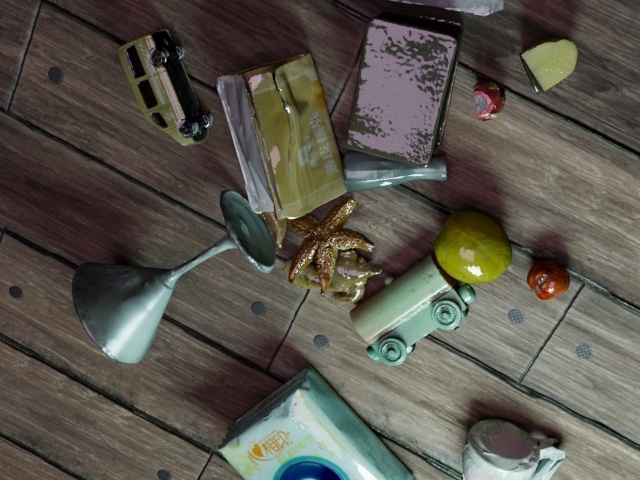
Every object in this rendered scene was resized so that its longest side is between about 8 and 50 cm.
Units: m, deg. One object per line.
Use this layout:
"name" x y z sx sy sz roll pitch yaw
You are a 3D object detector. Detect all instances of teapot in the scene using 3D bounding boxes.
"teapot" 0.418 0.509 2.025 0.163 0.221 0.178 42 132 39

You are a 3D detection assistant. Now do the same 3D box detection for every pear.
"pear" 0.317 0.015 1.853 0.162 0.149 0.149 35 113 -2

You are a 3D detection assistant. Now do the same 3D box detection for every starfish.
"starfish" -0.001 0.000 1.955 0.240 0.043 0.227 20 86 24

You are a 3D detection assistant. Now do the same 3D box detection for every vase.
"vase" 0.159 -0.149 1.869 0.214 0.086 0.086 -1 109 9

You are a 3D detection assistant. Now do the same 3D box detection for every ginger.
"ginger" 0.024 0.068 1.992 0.214 0.059 0.133 21 121 7

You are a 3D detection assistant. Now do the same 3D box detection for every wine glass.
"wine glass" -0.318 0.068 1.977 0.406 0.267 0.267 -31 100 16

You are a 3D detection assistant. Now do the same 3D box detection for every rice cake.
"rice cake" 0.180 -0.499 1.747 0.365 0.056 0.073 10 117 10

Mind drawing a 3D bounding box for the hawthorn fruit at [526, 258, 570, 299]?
"hawthorn fruit" 0.478 0.085 1.873 0.093 0.093 0.093 4 110 12

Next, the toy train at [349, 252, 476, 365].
"toy train" 0.198 0.152 1.958 0.285 0.116 0.177 -38 85 24

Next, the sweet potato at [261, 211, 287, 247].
"sweet potato" -0.112 -0.083 1.966 0.068 0.060 0.206 -15 92 51

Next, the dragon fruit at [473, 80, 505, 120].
"dragon fruit" 0.342 -0.279 1.787 0.060 0.056 0.083 -5 106 16

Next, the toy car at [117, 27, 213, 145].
"toy car" -0.335 -0.320 1.913 0.124 0.101 0.257 -15 104 23

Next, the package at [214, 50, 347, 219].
"package" -0.072 -0.210 1.829 0.221 0.165 0.311 -15 106 -5

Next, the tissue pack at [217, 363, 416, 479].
"tissue pack" -0.008 0.530 2.109 0.287 0.162 0.388 -39 97 19

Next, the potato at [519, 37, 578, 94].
"potato" 0.449 -0.353 1.732 0.103 0.066 0.096 -23 117 15

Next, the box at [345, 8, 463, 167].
"box" 0.171 -0.307 1.774 0.184 0.143 0.273 14 113 8
